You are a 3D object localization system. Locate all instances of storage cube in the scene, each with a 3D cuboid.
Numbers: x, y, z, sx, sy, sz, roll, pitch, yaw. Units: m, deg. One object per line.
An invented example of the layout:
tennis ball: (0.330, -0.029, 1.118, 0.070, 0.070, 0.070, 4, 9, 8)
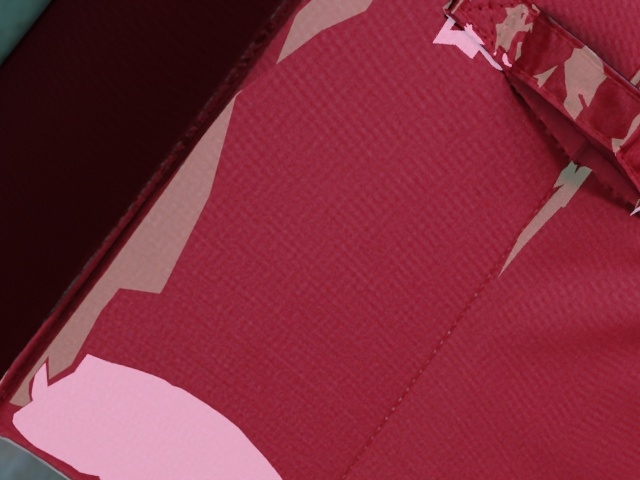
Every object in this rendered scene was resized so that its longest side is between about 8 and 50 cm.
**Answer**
storage cube: (0.000, 0.000, 0.487, 0.183, 0.215, 0.193, 40, 83, -27)
